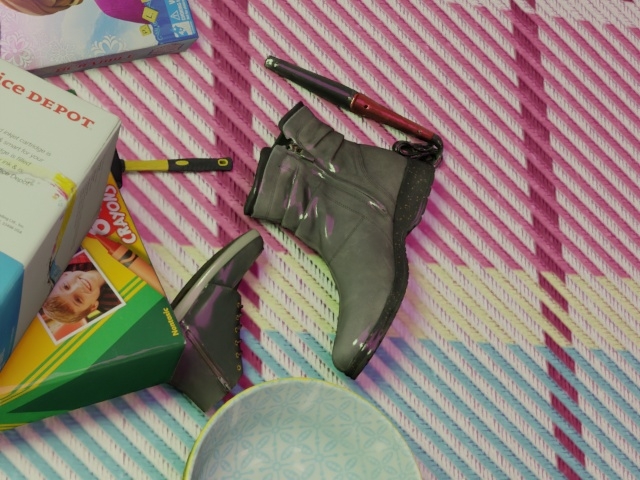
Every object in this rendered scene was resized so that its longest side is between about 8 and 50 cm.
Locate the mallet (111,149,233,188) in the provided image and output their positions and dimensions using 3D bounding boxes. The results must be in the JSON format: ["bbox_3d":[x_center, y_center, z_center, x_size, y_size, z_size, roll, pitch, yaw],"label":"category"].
[{"bbox_3d":[-0.197,-0.085,1.935,0.189,0.039,0.062,5,67,-24],"label":"mallet"}]

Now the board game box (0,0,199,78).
[{"bbox_3d":[-0.346,-0.365,1.938,0.318,0.066,0.319,-16,86,-25],"label":"board game box"}]

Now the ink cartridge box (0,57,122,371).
[{"bbox_3d":[-0.359,-0.023,1.592,0.198,0.197,0.270,26,55,2],"label":"ink cartridge box"}]

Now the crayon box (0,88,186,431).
[{"bbox_3d":[-0.367,0.025,1.745,0.313,0.106,0.363,-14,63,-26],"label":"crayon box"}]

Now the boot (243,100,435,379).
[{"bbox_3d":[0.000,0.000,1.946,0.222,0.118,0.338,22,53,-9],"label":"boot"}]

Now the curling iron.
[{"bbox_3d":[0.047,-0.171,2.060,0.274,0.035,0.068,32,62,-7],"label":"curling iron"}]

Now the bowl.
[{"bbox_3d":[-0.037,0.315,1.772,0.289,0.156,0.289,7,68,-18],"label":"bowl"}]

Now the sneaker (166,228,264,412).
[{"bbox_3d":[-0.117,0.096,1.877,0.118,0.083,0.222,42,69,-9],"label":"sneaker"}]
